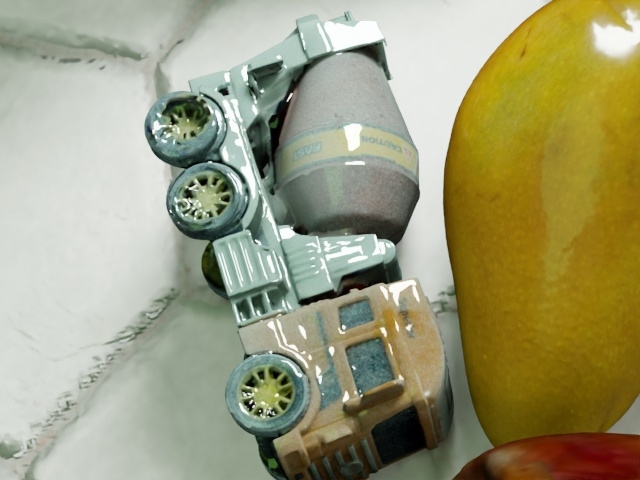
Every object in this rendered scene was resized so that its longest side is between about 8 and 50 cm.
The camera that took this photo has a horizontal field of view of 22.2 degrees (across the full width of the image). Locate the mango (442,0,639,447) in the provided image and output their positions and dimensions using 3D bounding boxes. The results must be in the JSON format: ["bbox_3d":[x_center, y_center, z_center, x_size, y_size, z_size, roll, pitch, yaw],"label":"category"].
[{"bbox_3d":[0.126,-0.012,0.827,0.138,0.113,0.253,12,85,20],"label":"mango"}]

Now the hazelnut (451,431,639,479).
[{"bbox_3d":[0.161,0.278,0.582,0.402,0.402,0.429,-31,48,10],"label":"hazelnut"}]

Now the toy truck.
[{"bbox_3d":[0.000,0.000,0.876,0.140,0.108,0.257,-19,64,0],"label":"toy truck"}]
